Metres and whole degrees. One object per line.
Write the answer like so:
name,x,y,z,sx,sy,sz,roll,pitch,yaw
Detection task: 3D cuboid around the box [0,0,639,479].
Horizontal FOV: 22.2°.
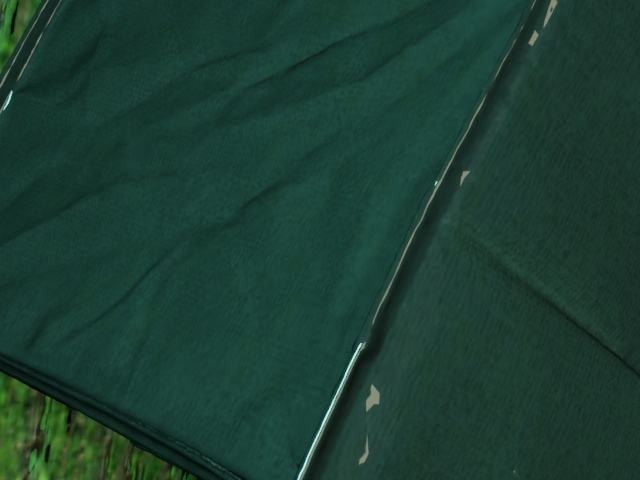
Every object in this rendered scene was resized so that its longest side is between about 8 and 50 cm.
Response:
box,0.001,0.000,0.750,0.204,0.345,0.251,36,77,-40
